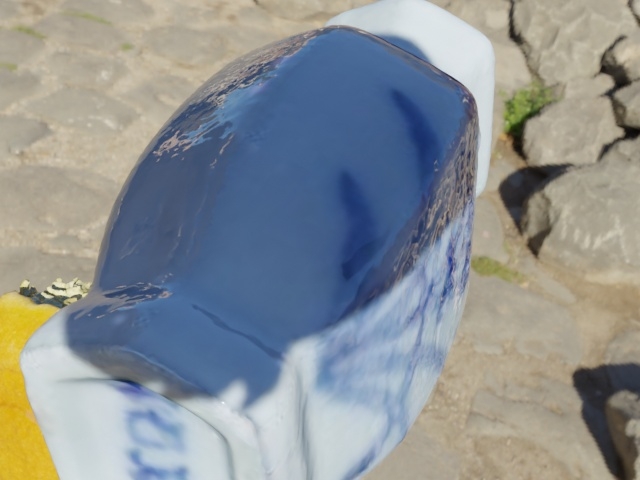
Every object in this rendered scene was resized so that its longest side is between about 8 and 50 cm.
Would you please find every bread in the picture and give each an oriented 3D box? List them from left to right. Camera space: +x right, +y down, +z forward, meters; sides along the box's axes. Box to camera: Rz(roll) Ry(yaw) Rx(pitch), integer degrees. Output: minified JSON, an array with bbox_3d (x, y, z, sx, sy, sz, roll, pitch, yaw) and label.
[{"bbox_3d":[-0.204,0.153,0.657,0.174,0.245,0.121,36,24,17],"label":"bread"}]

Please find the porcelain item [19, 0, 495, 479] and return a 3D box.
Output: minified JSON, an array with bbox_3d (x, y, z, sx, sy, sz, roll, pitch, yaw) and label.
[{"bbox_3d":[0.000,0.000,0.532,0.178,0.242,0.405,10,38,18],"label":"porcelain item"}]
